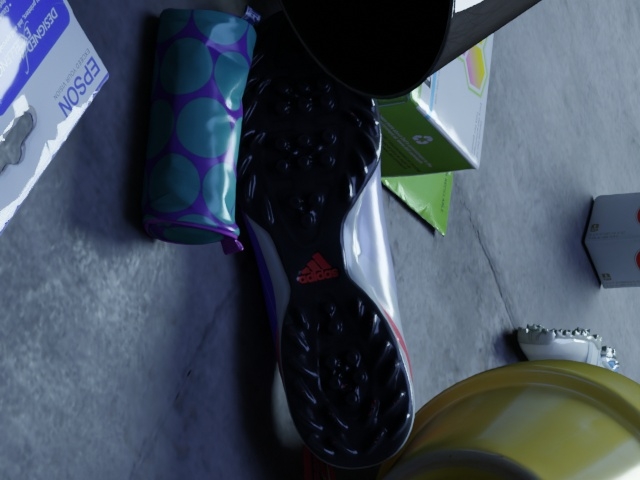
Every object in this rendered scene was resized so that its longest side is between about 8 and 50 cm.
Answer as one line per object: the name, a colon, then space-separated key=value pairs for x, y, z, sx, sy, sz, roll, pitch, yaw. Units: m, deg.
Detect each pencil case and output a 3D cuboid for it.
pencil case: x=-0.075 y=-0.072 z=1.186 sx=0.070 sy=0.064 sz=0.151 roll=19 pitch=69 yaw=-42

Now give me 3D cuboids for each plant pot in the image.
plant pot: x=0.137 y=0.215 z=1.315 sx=0.239 sy=0.254 sz=0.254 roll=-1 pitch=87 yaw=-69

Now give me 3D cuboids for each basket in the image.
basket: x=0.091 y=-0.221 z=1.274 sx=0.227 sy=0.154 sz=0.204 roll=-25 pitch=100 yaw=-46

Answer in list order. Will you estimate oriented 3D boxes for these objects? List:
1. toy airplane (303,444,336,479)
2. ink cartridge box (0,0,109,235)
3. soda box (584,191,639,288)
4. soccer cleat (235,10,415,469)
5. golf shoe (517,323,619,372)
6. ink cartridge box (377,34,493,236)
toy airplane: x=-0.011 y=0.217 z=1.304 sx=0.151 sy=0.028 sz=0.151 roll=29 pitch=55 yaw=-55
ink cartridge box: x=-0.206 y=-0.106 z=0.967 sx=0.208 sy=0.045 sz=0.206 roll=65 pitch=35 yaw=-32
soda box: x=0.377 y=-0.005 z=1.854 sx=0.074 sy=0.216 sz=0.069 roll=61 pitch=36 yaw=-39
soccer cleat: x=0.000 y=0.000 z=1.303 sx=0.116 sy=0.109 sz=0.318 roll=95 pitch=-15 yaw=-85
golf shoe: x=0.229 y=0.128 z=1.726 sx=0.176 sy=0.069 sz=0.086 roll=31 pitch=65 yaw=-55
ink cartridge box: x=0.092 y=-0.136 z=1.471 sx=0.255 sy=0.097 sz=0.188 roll=37 pitch=54 yaw=-53
